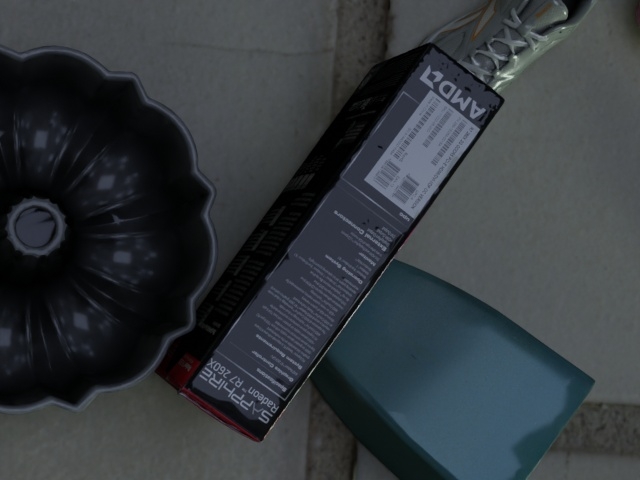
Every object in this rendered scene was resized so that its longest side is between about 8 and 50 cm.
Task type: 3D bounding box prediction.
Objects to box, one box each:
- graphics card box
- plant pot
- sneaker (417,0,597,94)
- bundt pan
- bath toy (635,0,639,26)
[{"bbox_3d":[0.000,0.000,1.487,0.094,0.233,0.371,36,83,-9],"label":"graphics card box"},{"bbox_3d":[0.100,0.131,1.569,0.234,0.166,0.165,40,75,-3],"label":"plant pot"},{"bbox_3d":[0.187,-0.207,1.647,0.099,0.121,0.262,46,75,-8],"label":"sneaker"},{"bbox_3d":[-0.264,-0.004,1.491,0.331,0.124,0.330,2,82,-16],"label":"bundt pan"},{"bbox_3d":[0.377,-0.264,1.704,0.348,0.151,0.129,53,45,-11],"label":"bath toy"}]
